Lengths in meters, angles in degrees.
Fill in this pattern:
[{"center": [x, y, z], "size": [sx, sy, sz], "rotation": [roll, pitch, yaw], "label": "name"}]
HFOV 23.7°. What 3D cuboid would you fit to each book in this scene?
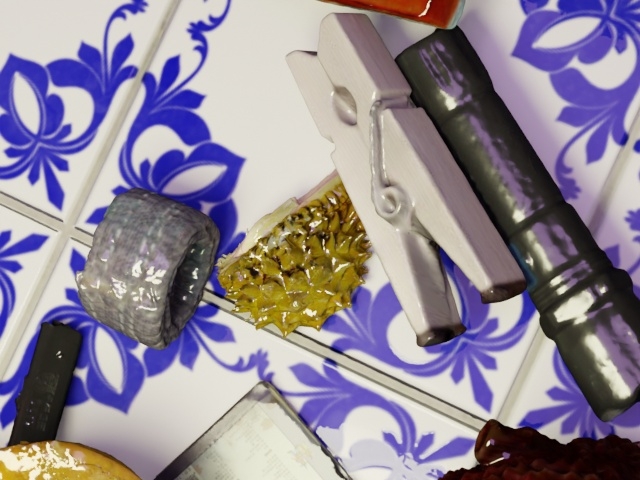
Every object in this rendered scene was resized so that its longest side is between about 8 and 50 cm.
[{"center": [-0.038, 0.276, 1.527], "size": [0.157, 0.026, 0.231], "rotation": [-43, 77, 6], "label": "book"}]

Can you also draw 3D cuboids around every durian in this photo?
[{"center": [-0.007, -0.006, 1.526], "size": [0.140, 0.078, 0.224], "rotation": [37, 87, 15], "label": "durian"}]

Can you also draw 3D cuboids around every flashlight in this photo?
[{"center": [0.204, -0.025, 1.485], "size": [0.103, 0.103, 0.424], "rotation": [-31, 77, 6], "label": "flashlight"}]

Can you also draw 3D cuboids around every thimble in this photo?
[{"center": [-0.172, 0.027, 1.520], "size": [0.098, 0.150, 0.150], "rotation": [23, 88, 12], "label": "thimble"}]

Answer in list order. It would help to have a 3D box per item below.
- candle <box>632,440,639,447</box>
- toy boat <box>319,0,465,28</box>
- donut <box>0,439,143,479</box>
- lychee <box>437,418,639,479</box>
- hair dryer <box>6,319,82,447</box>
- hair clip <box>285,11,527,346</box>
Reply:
[{"center": [0.317, 0.275, 1.458], "size": [0.026, 0.021, 0.167], "rotation": [-7, 80, -11], "label": "candle"}, {"center": [0.015, -0.314, 1.542], "size": [0.332, 0.133, 0.145], "rotation": [24, 105, 25], "label": "toy boat"}, {"center": [-0.258, 0.315, 1.425], "size": [0.278, 0.108, 0.277], "rotation": [0, 93, -5], "label": "donut"}, {"center": [0.211, 0.311, 1.335], "size": [0.306, 0.306, 0.330], "rotation": [-17, 87, 8], "label": "lychee"}, {"center": [-0.304, 0.199, 1.548], "size": [0.197, 0.089, 0.251], "rotation": [20, 67, -9], "label": "hair dryer"}, {"center": [0.074, -0.066, 1.473], "size": [0.101, 0.085, 0.330], "rotation": [-39, 72, 38], "label": "hair clip"}]
